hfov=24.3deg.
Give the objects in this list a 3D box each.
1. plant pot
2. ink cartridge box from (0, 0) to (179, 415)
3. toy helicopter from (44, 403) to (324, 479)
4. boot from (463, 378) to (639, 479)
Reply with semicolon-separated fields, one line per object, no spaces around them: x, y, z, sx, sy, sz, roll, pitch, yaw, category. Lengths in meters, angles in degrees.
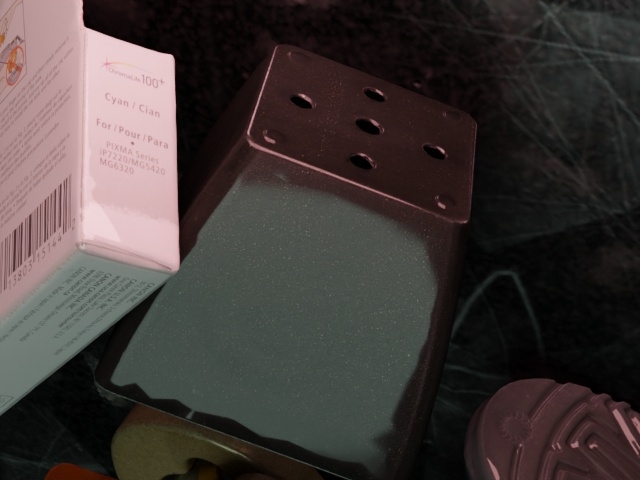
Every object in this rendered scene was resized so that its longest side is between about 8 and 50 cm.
0.000;0.000;0.860;0.187;0.188;0.167;21;122;-5;plant pot
-0.190;-0.041;0.901;0.066;0.261;0.296;15;146;-33;ink cartridge box
-0.065;0.252;1.160;0.234;0.140;0.355;2;133;27;toy helicopter
0.165;0.317;1.117;0.367;0.146;0.445;35;140;-5;boot
